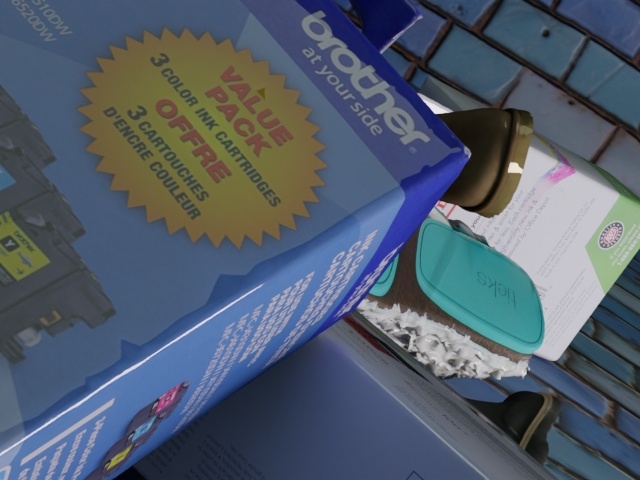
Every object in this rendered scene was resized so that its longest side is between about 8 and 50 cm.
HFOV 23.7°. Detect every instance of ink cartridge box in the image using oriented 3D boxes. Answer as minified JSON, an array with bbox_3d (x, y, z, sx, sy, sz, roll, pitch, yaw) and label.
[{"bbox_3d":[-0.126,-0.043,0.682,0.395,0.151,0.270,-33,76,-39],"label":"ink cartridge box"},{"bbox_3d":[0.157,-0.031,1.611,0.353,0.207,0.119,24,17,-32],"label":"ink cartridge box"},{"bbox_3d":[0.032,0.139,0.885,0.309,0.130,0.272,40,4,26],"label":"ink cartridge box"}]

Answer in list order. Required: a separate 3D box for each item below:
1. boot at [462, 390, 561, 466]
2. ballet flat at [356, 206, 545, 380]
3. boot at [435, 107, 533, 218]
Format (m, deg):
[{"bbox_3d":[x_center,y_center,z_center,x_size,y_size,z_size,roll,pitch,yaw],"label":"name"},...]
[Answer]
[{"bbox_3d":[0.117,0.140,1.239,0.137,0.076,0.198,28,13,5],"label":"boot"},{"bbox_3d":[0.025,0.012,1.157,0.409,0.147,0.147,39,6,-43],"label":"ballet flat"},{"bbox_3d":[0.015,-0.087,1.262,0.270,0.089,0.236,13,-7,-12],"label":"boot"}]
